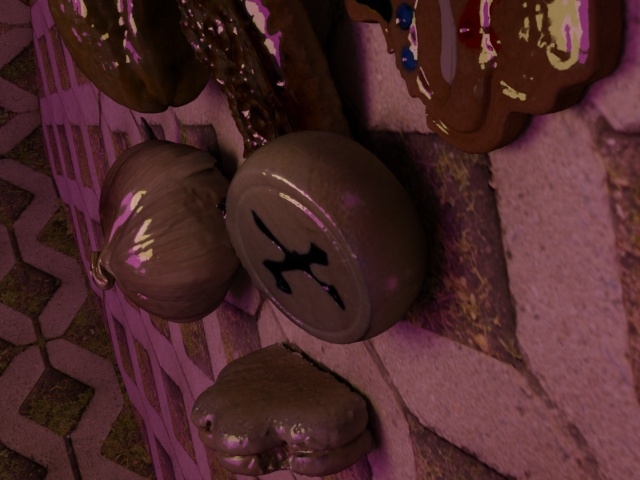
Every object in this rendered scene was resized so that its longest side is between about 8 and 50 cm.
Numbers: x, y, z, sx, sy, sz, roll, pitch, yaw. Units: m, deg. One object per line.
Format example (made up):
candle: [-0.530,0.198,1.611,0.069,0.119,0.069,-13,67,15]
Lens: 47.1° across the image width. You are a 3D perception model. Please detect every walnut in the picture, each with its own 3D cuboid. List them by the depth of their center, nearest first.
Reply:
walnut: [-0.267,-0.326,1.073,0.283,0.227,0.283,57,161,32]

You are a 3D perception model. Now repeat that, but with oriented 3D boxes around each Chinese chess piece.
Chinese chess piece: [0.000,0.000,0.759,0.238,0.092,0.238,33,144,28]

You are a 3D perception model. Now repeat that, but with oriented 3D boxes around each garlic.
garlic: [-0.249,-0.014,1.220,0.322,0.241,0.322,-35,50,56]

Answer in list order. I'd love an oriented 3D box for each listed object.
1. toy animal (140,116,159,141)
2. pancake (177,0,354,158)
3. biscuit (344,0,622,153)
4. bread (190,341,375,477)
toy animal: [-0.321,-0.082,1.482,0.206,0.081,0.367,67,161,11]
pancake: [-0.105,-0.240,0.844,0.305,0.067,0.427,2,121,62]
biscuit: [0.104,-0.179,0.594,0.320,0.047,0.183,51,142,44]
bread: [-0.072,0.242,1.012,0.337,0.183,0.102,11,120,63]
